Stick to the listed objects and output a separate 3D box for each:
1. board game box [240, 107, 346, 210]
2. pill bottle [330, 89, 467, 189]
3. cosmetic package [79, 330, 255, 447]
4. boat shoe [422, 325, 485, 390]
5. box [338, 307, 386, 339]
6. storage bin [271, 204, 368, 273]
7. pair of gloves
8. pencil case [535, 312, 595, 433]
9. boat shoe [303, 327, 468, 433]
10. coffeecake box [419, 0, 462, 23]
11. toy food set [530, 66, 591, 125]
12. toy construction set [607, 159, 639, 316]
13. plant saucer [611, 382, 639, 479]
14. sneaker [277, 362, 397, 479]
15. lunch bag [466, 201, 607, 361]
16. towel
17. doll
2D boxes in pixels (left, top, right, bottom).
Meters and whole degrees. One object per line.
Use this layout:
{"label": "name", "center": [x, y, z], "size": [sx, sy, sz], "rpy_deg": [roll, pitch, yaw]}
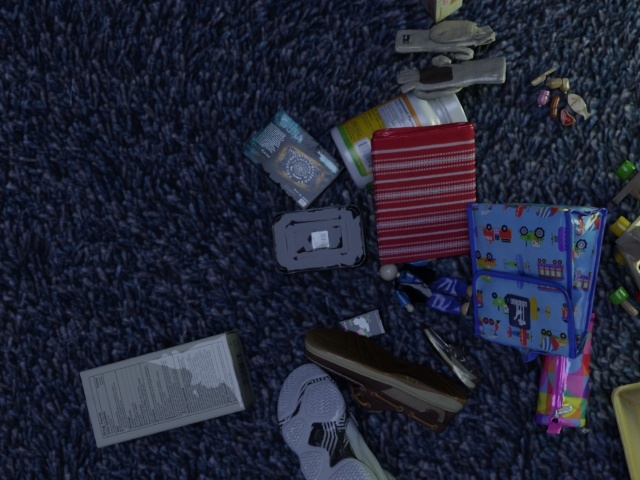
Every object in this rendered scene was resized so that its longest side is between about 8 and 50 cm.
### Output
{"label": "board game box", "center": [-0.056, -0.165, 1.726], "size": [0.186, 0.026, 0.126], "rpy_deg": [44, 93, 8]}
{"label": "pill bottle", "center": [0.156, -0.210, 1.646], "size": [0.246, 0.136, 0.136], "rpy_deg": [-26, 84, 5]}
{"label": "cosmetic package", "center": [-0.303, 0.296, 1.689], "size": [0.310, 0.113, 0.160], "rpy_deg": [-15, 85, 7]}
{"label": "boat shoe", "center": [0.262, 0.223, 1.652], "size": [0.049, 0.056, 0.152], "rpy_deg": [-40, 92, -1]}
{"label": "box", "center": [0.084, 0.171, 1.670], "size": [0.083, 0.062, 0.052], "rpy_deg": [-18, 86, 6]}
{"label": "storage bin", "center": [0.000, 0.000, 1.681], "size": [0.180, 0.084, 0.122], "rpy_deg": [-6, 86, 8]}
{"label": "pair of gloves", "center": [0.247, -0.349, 1.627], "size": [0.204, 0.042, 0.240], "rpy_deg": [-8, 42, 8]}
{"label": "pencil case", "center": [0.464, 0.245, 1.596], "size": [0.104, 0.104, 0.236], "rpy_deg": [5, 85, 8]}
{"label": "boat shoe", "center": [0.110, 0.279, 1.611], "size": [0.342, 0.123, 0.123], "rpy_deg": [23, 108, -15]}
{"label": "coffeecake box", "center": [0.202, -0.538, 1.655], "size": [0.068, 0.142, 0.185], "rpy_deg": [-35, 83, 4]}
{"label": "toy food set", "center": [0.472, -0.277, 1.669], "size": [0.078, 0.019, 0.122], "rpy_deg": [-33, 91, 5]}
{"label": "toy construction set", "center": [0.609, -0.043, 1.509], "size": [0.257, 0.309, 0.237], "rpy_deg": [-38, 78, -4]}
{"label": "plant saucer", "center": [0.734, 0.402, 1.564], "size": [0.333, 0.081, 0.332], "rpy_deg": [-12, 86, 6]}
{"label": "sneaker", "center": [0.039, 0.421, 1.631], "size": [0.137, 0.210, 0.365], "rpy_deg": [-30, 49, 4]}
{"label": "lunch bag", "center": [0.395, 0.079, 1.569], "size": [0.221, 0.138, 0.293], "rpy_deg": [6, 97, 46]}
{"label": "towel", "center": [0.199, -0.089, 1.613], "size": [0.199, 0.031, 0.274], "rpy_deg": [-7, 116, -3]}
{"label": "doll", "center": [0.208, 0.085, 1.668], "size": [0.189, 0.046, 0.129], "rpy_deg": [18, 79, 10]}
